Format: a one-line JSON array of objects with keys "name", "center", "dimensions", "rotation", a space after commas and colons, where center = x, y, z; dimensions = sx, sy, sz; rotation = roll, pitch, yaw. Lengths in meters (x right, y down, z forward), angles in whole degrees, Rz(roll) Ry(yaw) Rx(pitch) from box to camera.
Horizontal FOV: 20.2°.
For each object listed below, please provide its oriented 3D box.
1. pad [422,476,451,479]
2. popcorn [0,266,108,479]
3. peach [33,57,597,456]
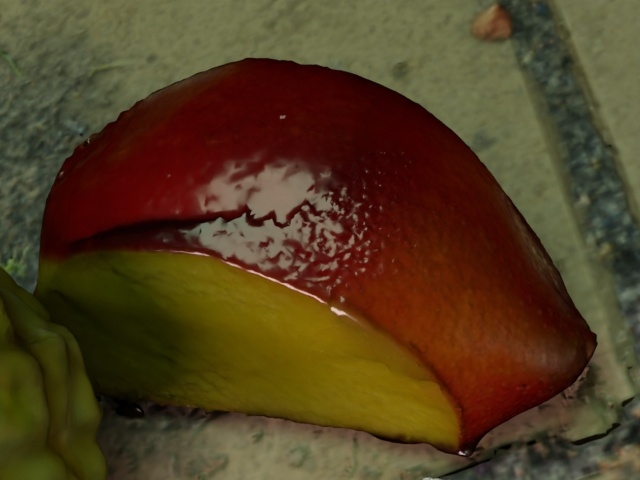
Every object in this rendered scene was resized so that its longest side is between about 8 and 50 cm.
[{"name": "pad", "center": [0.037, 0.203, 0.738], "dimensions": [0.156, 0.004, 0.232], "rotation": [21, 56, 38]}, {"name": "popcorn", "center": [-0.224, 0.123, 0.827], "dimensions": [0.286, 0.173, 0.225], "rotation": [-17, 73, 34]}, {"name": "peach", "center": [-0.004, -0.004, 0.842], "dimensions": [0.267, 0.154, 0.159], "rotation": [6, 59, 29]}]
